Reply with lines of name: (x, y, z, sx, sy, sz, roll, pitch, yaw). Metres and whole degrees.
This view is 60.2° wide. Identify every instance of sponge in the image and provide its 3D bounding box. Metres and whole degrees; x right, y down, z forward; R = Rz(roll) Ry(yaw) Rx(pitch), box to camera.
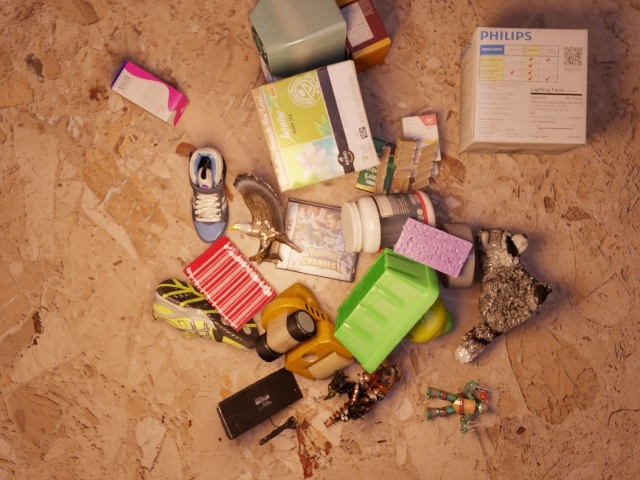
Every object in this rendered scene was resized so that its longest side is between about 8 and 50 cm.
sponge: (0.344, 0.021, 1.694, 0.210, 0.031, 0.117, 23, 97, 7)

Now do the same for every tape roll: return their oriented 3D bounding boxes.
tape roll: (0.442, 0.050, 1.811, 0.073, 0.219, 0.219, -2, 90, -1)

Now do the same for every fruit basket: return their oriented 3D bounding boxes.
fruit basket: (0.275, 0.243, 1.771, 0.393, 0.283, 0.391, 2, 115, 5)

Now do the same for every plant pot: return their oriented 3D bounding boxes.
plant pot: (-0.085, -0.672, 1.767, 0.253, 0.248, 0.247, -24, 78, -6)

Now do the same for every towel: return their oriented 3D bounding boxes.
towel: (-0.300, 0.138, 1.845, 0.275, 0.031, 0.199, 48, 62, -1)

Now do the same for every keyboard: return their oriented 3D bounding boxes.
keyboard: (-0.180, 0.560, 1.807, 0.317, 0.033, 0.201, -19, 81, -43)

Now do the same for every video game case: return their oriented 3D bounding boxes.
video game case: (0.000, 0.000, 1.906, 0.275, 0.035, 0.248, 11, 90, 0)

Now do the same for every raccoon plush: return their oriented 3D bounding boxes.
raccoon plush: (0.535, 0.164, 1.830, 0.446, 0.216, 0.299, -44, 82, 1)

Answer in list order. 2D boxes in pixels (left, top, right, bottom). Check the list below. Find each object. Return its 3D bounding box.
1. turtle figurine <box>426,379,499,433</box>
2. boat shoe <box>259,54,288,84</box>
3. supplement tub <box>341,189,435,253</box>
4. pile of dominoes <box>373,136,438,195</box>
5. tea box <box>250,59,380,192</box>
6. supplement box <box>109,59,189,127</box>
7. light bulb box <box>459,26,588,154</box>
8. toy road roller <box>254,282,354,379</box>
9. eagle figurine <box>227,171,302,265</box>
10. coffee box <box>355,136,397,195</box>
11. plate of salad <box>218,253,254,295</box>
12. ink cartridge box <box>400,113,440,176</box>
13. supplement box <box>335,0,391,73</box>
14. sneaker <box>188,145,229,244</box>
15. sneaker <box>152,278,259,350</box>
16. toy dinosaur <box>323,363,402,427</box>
turtle figurine: (0.479, 0.560, 1.866, 0.234, 0.118, 0.175, 0, 75, 15)
boat shoe: (-0.129, -0.511, 1.877, 0.088, 0.096, 0.267, -22, 91, -4)
supplement tub: (0.219, -0.059, 1.806, 0.273, 0.191, 0.191, -7, 90, -11)
pile of dominoes: (0.276, -0.222, 1.856, 0.196, 0.040, 0.251, -1, 123, -15)
tea box: (-0.016, -0.355, 1.753, 0.324, 0.220, 0.328, -17, 100, 2)
supplement box: (-0.574, -0.492, 1.870, 0.220, 0.114, 0.111, 32, 89, 1)
light bulb box: (0.651, -0.477, 1.806, 0.358, 0.225, 0.360, 2, 89, 1)
toy road roller: (-0.048, 0.292, 1.833, 0.203, 0.240, 0.330, -37, 126, 27)
eagle figurine: (-0.195, -0.071, 1.797, 0.227, 0.225, 0.298, 2, 93, 33)
coffee box: (0.198, -0.251, 1.901, 0.113, 0.040, 0.184, 19, 91, -1)
plate of salad: (-0.317, 0.131, 1.885, 0.200, 0.048, 0.199, 7, 70, -21)
ink cartridge box: (0.343, -0.321, 1.887, 0.116, 0.067, 0.198, -8, 91, 1)
supplement box: (0.123, -0.681, 1.825, 0.129, 0.191, 0.194, -25, 91, -1)
sneaker: (-0.376, -0.146, 1.807, 0.130, 0.236, 0.322, 4, 90, 0)
sneaker: (-0.387, 0.271, 1.879, 0.385, 0.145, 0.147, 29, 120, -2)
toy dinosaur: (0.134, 0.529, 1.839, 0.164, 0.218, 0.321, 33, 99, 35)
